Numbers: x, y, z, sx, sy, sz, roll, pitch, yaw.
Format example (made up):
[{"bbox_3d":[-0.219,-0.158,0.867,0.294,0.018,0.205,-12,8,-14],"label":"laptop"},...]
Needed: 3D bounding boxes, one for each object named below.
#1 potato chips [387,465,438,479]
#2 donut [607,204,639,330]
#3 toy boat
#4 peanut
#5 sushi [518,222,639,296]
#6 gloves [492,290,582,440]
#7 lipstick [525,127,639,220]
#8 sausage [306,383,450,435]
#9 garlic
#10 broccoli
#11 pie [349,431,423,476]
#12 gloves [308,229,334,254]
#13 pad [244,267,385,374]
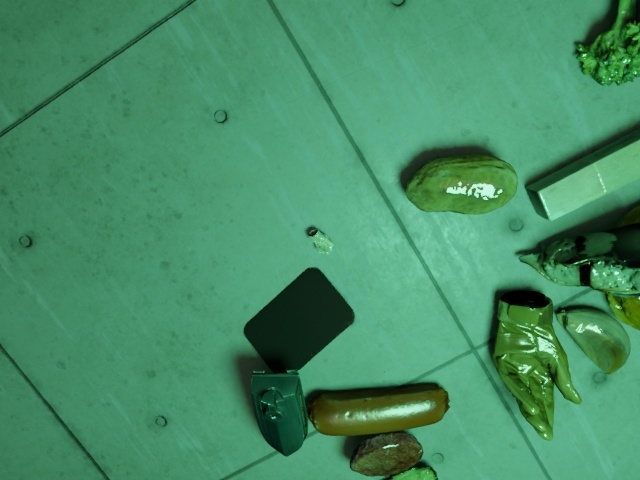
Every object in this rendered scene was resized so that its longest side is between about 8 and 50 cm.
[{"bbox_3d":[0.209,0.634,1.246,0.208,0.028,0.092,-34,109,17],"label":"potato chips"},{"bbox_3d":[0.776,0.073,1.036,0.330,0.160,0.329,2,104,8],"label":"donut"},{"bbox_3d":[-0.088,0.409,1.147,0.114,0.122,0.296,-1,130,7],"label":"toy boat"},{"bbox_3d":[0.294,-0.116,1.025,0.225,0.129,0.129,2,104,11],"label":"peanut"},{"bbox_3d":[0.566,0.059,1.014,0.273,0.134,0.109,-15,111,39],"label":"sushi"},{"bbox_3d":[0.481,0.280,1.105,0.154,0.141,0.330,-10,94,-22],"label":"gloves"},{"bbox_3d":[0.630,-0.164,1.025,0.372,0.076,0.079,-27,103,8],"label":"lipstick"},{"bbox_3d":[0.141,0.409,1.167,0.349,0.094,0.097,-5,104,2],"label":"sausage"},{"bbox_3d":[0.641,0.219,1.115,0.195,0.087,0.101,44,113,-11],"label":"garlic"},{"bbox_3d":[0.640,-0.535,0.875,0.353,0.275,0.396,-20,89,6],"label":"broccoli"},{"bbox_3d":[0.160,0.525,1.179,0.183,0.049,0.182,-6,134,-7],"label":"pie"},{"bbox_3d":[0.001,-0.001,1.100,0.044,0.037,0.081,-6,125,39],"label":"gloves"},{"bbox_3d":[0.003,0.254,1.154,0.250,0.055,0.323,-42,99,10],"label":"pad"}]
